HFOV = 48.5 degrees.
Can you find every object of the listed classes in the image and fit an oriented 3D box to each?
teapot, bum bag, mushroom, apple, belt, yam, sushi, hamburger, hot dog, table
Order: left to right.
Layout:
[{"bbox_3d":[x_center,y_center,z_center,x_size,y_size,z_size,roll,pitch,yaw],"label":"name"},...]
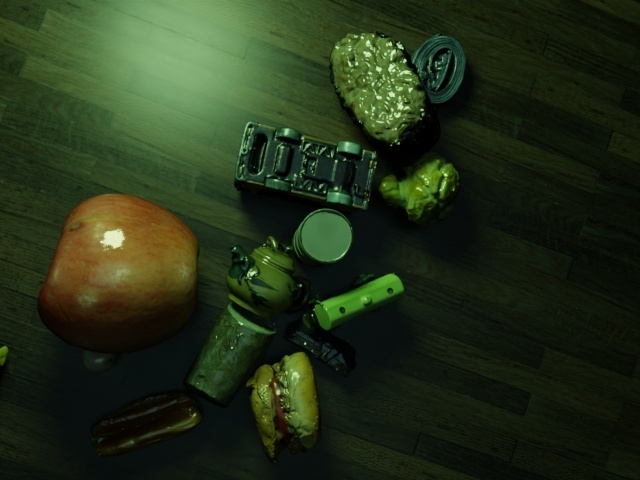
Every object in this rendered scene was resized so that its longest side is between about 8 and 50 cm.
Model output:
[{"bbox_3d":[-0.529,0.276,1.699,0.084,0.067,0.083,9,42,-8],"label":"mushroom"},{"bbox_3d":[-0.435,0.081,1.589,0.364,0.364,0.364,1,85,-7],"label":"apple"},{"bbox_3d":[-0.417,0.434,1.696,0.269,0.072,0.115,-15,88,-6],"label":"hot dog"},{"bbox_3d":[-0.217,0.273,1.695,0.154,0.154,0.254,34,81,-3],"label":"yam"},{"bbox_3d":[-0.119,0.085,1.714,0.269,0.173,0.182,26,92,-36],"label":"teapot"},{"bbox_3d":[-0.079,0.391,1.666,0.163,0.244,0.244,-13,87,-11],"label":"hamburger"},{"bbox_3d":[0.000,0.000,1.710,0.126,0.220,0.126,1,85,-7],"label":"table"},{"bbox_3d":[0.004,0.262,1.776,0.198,0.049,0.087,33,60,0],"label":"bum bag"},{"bbox_3d":[0.155,-0.354,1.732,0.211,0.171,0.350,-28,63,8],"label":"sushi"},{"bbox_3d":[0.301,-0.444,1.855,0.141,0.082,0.190,26,84,-9],"label":"belt"}]

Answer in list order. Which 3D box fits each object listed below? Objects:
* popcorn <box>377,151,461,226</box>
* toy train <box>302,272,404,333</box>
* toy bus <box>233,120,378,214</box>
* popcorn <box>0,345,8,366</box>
[{"bbox_3d":[0.246,-0.131,1.773,0.212,0.198,0.198,-2,85,0],"label":"popcorn"},{"bbox_3d":[0.083,0.149,1.722,0.253,0.157,0.105,-20,89,-23],"label":"toy train"},{"bbox_3d":[-0.043,-0.170,1.735,0.323,0.194,0.162,12,84,-9],"label":"toy bus"},{"bbox_3d":[-0.822,0.293,1.621,0.187,0.167,0.185,49,52,-34],"label":"popcorn"}]
